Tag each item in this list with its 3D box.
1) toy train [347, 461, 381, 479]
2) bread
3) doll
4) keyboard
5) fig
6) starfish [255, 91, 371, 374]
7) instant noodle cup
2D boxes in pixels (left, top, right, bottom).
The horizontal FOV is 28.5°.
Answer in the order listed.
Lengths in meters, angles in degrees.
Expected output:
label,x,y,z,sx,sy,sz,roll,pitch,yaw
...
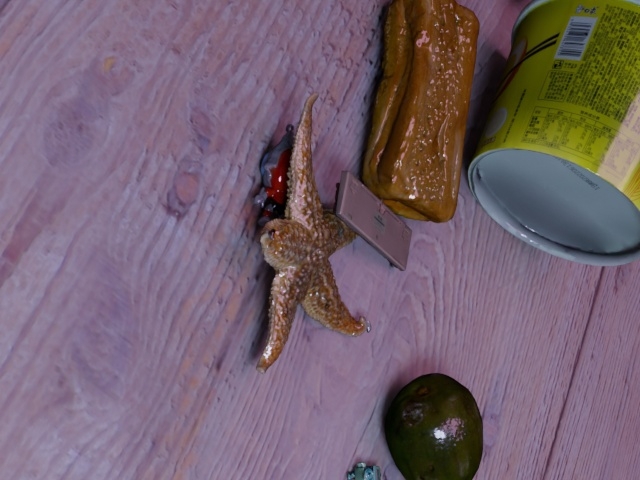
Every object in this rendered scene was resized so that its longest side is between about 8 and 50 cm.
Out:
label,x,y,z,sx,sy,sz,roll,pitch,yaw
toy train,0.054,0.281,1.338,0.045,0.029,0.092,8,74,-49
bread,0.121,-0.157,1.466,0.139,0.077,0.271,24,67,-41
doll,-0.041,-0.066,1.323,0.057,0.039,0.114,13,78,-17
keyboard,0.057,-0.021,1.374,0.166,0.017,0.055,39,57,-54
fig,0.128,0.236,1.377,0.117,0.117,0.177,-34,125,-42
starfish,-0.005,0.000,1.322,0.231,0.048,0.295,20,72,-57
instant noodle cup,0.326,-0.122,1.524,0.311,0.311,0.221,43,65,-28
